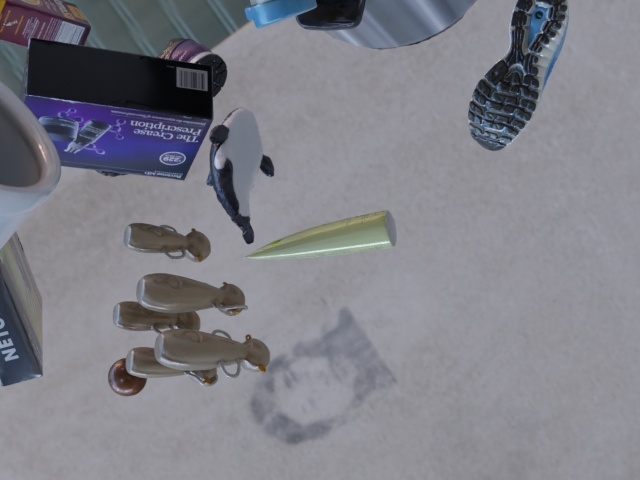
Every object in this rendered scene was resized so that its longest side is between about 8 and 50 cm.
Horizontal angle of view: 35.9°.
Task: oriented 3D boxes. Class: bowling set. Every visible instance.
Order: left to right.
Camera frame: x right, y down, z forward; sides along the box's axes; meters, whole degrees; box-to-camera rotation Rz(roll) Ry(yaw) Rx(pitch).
[{"bbox_3d":[-0.198,0.125,1.357,0.154,0.200,0.287,9,-142,-30],"label":"bowling set"}]

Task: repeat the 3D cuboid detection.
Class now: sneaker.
[{"bbox_3d":[-0.294,-0.228,1.673,0.124,0.283,0.107,39,166,34],"label":"sneaker"},{"bbox_3d":[0.199,-0.158,0.941,0.063,0.162,0.073,31,-165,24],"label":"sneaker"}]

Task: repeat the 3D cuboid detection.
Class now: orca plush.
[{"bbox_3d":[-0.170,-0.119,1.901,0.151,0.102,0.287,11,-123,-44],"label":"orca plush"}]

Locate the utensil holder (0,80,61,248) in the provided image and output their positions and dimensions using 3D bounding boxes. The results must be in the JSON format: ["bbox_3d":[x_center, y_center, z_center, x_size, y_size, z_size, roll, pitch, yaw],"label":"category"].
[{"bbox_3d":[-0.537,-0.023,1.116,0.327,0.385,0.327,38,-165,-12],"label":"utensil holder"}]

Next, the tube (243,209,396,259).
[{"bbox_3d":[0.000,0.000,1.582,0.070,0.240,0.062,55,-150,-51],"label":"tube"}]

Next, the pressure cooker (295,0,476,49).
[{"bbox_3d":[0.053,-0.491,1.360,0.370,0.375,0.420,53,-167,16],"label":"pressure cooker"}]

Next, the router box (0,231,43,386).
[{"bbox_3d":[-0.593,0.072,1.813,0.243,0.081,0.309,-112,11,-53],"label":"router box"}]

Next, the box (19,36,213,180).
[{"bbox_3d":[-0.306,-0.185,1.447,0.184,0.261,0.103,131,140,-58],"label":"box"}]

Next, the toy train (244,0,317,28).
[{"bbox_3d":[-0.002,-0.273,0.832,0.248,0.105,0.143,-36,-65,-50],"label":"toy train"}]

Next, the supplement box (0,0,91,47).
[{"bbox_3d":[-0.546,-0.418,1.868,0.188,0.081,0.104,10,-150,-42],"label":"supplement box"}]
